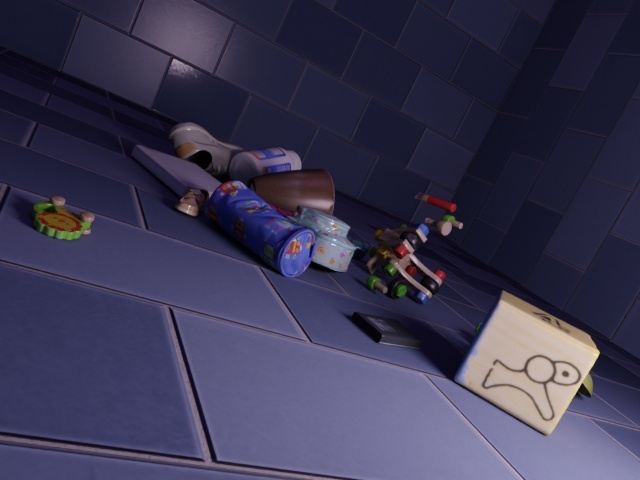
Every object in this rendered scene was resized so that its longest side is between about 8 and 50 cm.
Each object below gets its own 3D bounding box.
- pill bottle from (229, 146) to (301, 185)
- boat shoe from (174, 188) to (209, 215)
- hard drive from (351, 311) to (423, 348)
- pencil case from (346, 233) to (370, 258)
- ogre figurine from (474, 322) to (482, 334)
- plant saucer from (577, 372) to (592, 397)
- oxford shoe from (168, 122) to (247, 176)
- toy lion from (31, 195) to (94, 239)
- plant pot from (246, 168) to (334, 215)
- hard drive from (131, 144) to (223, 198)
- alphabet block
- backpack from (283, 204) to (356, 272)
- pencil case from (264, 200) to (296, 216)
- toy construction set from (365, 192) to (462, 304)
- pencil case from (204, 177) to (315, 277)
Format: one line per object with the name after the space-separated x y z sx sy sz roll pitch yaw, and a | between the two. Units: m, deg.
-0.195 -0.267 2.077 0.152 0.152 0.272 31 28 25 | pill bottle
-0.319 -0.102 1.399 0.063 0.059 0.170 25 10 -4 | boat shoe
0.140 0.187 1.163 0.135 0.022 0.094 17 14 -41 | hard drive
0.082 0.007 1.814 0.152 0.064 0.070 24 26 -13 | pencil case
0.459 0.263 1.384 0.118 0.096 0.197 8 -5 0 | ogre figurine
0.608 0.301 1.440 0.241 0.037 0.241 46 -1 2 | plant saucer
-0.381 -0.288 2.042 0.449 0.169 0.130 23 48 -62 | oxford shoe
-0.422 -0.033 0.896 0.100 0.034 0.096 28 18 11 | toy lion
-0.108 -0.126 1.712 0.231 0.215 0.215 5 19 -27 | plant pot
-0.387 -0.180 1.664 0.233 0.047 0.353 16 14 -46 | hard drive
0.405 0.233 1.116 0.197 0.192 0.193 30 13 16 | alphabet block
0.000 0.000 1.441 0.188 0.144 0.166 37 9 35 | backpack
-0.153 -0.067 1.558 0.209 0.095 0.098 17 29 -30 | pencil case
0.236 0.005 1.609 0.258 0.308 0.237 27 2 -43 | toy construction set
-0.140 -0.034 1.314 0.133 0.119 0.306 -17 40 -42 | pencil case
